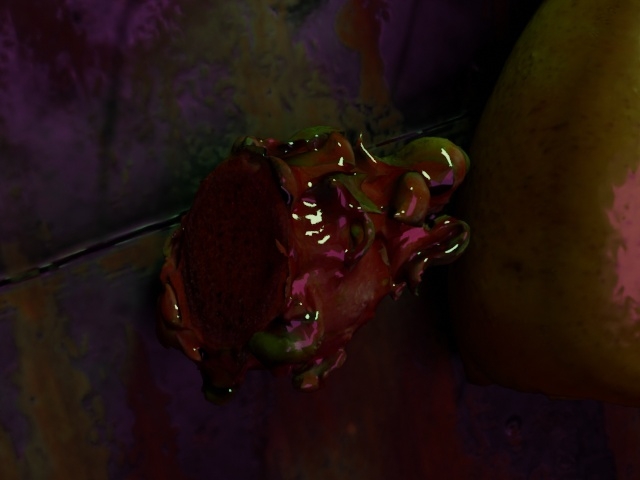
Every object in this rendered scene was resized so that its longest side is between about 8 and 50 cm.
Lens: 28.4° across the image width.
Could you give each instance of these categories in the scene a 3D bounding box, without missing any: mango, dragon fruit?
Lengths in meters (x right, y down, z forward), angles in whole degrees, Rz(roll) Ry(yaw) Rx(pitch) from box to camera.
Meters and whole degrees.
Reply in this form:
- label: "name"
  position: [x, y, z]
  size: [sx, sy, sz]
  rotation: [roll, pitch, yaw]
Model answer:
- label: "mango"
  position: [0.202, -0.058, 0.767]
  size: [0.199, 0.201, 0.350]
  rotation: [26, 84, -68]
- label: "dragon fruit"
  position: [0.000, 0.000, 0.708]
  size: [0.208, 0.133, 0.150]
  rotation: [-30, 153, -14]
